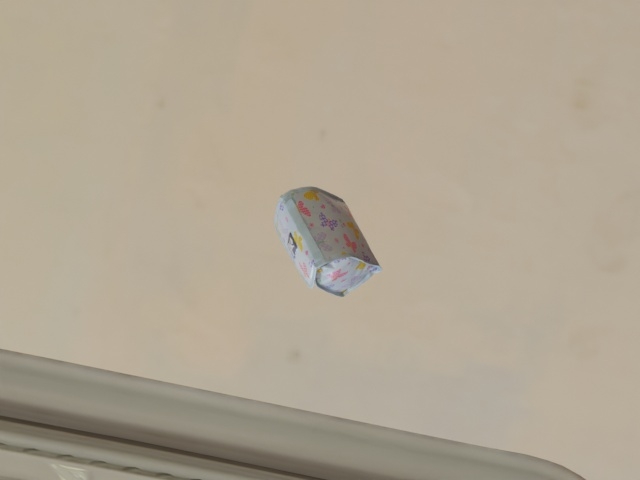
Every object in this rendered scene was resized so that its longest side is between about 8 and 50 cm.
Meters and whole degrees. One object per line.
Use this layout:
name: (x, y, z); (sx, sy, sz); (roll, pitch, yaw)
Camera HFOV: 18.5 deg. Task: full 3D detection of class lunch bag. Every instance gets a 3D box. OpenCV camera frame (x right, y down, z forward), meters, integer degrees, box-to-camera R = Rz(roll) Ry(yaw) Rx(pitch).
lunch bag: (0.000, 0.000, 1.517); (0.071, 0.053, 0.083); (61, -166, 21)

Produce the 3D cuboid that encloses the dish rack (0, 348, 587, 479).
dish rack: (-0.073, 0.181, 0.557); (0.072, 0.333, 0.285); (-150, 73, -77)
